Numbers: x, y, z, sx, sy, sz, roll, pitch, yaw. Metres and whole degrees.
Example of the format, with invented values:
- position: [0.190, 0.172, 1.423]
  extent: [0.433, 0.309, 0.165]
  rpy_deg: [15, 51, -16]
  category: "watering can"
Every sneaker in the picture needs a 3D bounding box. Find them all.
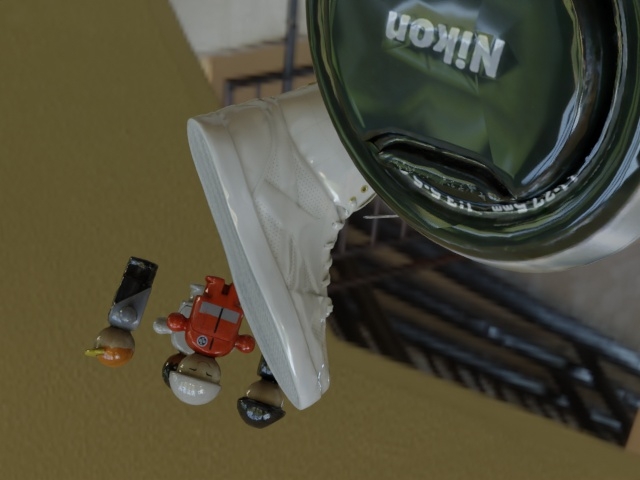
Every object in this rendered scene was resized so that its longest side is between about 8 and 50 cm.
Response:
- position: [0.000, 0.000, 1.302]
  extent: [0.169, 0.293, 0.108]
  rpy_deg: [-22, -164, -19]
  category: "sneaker"

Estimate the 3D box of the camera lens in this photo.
- position: [0.146, -0.118, 0.669]
  extent: [0.274, 0.219, 0.219]
  rpy_deg: [-20, -133, -41]
  category: "camera lens"

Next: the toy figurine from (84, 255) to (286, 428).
- position: [-0.142, 0.122, 1.648]
  extent: [0.209, 0.213, 0.148]
  rpy_deg: [12, -99, 34]
  category: "toy figurine"

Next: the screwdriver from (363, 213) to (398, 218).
- position: [0.144, -0.034, 1.936]
  extent: [0.169, 0.025, 0.024]
  rpy_deg: [-7, -136, 9]
  category: "screwdriver"
